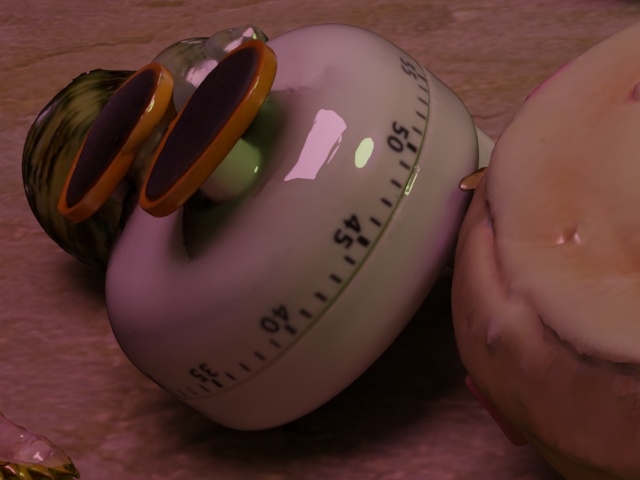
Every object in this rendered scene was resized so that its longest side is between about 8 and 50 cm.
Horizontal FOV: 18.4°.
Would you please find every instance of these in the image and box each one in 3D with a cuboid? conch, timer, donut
[{"bbox_3d":[-0.096,-0.059,1.258,0.181,0.187,0.124,-59,-6,-2],"label":"conch"},{"bbox_3d":[0.000,0.000,1.100,0.233,0.240,0.233,-41,26,26],"label":"timer"},{"bbox_3d":[0.214,0.007,0.936,0.307,0.150,0.371,-15,33,19],"label":"donut"}]

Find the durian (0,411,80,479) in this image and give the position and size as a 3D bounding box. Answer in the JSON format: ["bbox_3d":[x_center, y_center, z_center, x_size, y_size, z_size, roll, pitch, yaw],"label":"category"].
[{"bbox_3d":[-0.209,0.117,1.041,0.182,0.132,0.165,-1,25,36],"label":"durian"}]
